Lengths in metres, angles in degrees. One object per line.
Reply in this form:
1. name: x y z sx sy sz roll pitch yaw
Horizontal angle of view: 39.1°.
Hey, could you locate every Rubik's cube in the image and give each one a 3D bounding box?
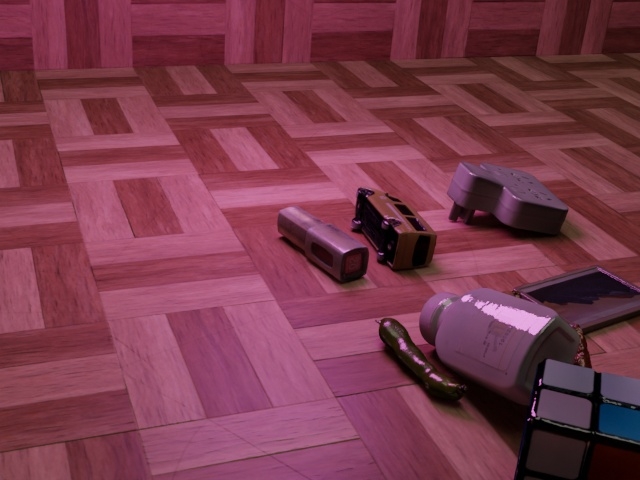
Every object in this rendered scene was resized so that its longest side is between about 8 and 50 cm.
1. Rubik's cube: 0.382 0.301 1.306 0.180 0.183 0.167 13 29 14

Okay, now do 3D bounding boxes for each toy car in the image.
1. toy car: 0.163 -0.033 2.038 0.124 0.101 0.257 -1 28 -20

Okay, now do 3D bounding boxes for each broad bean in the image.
1. broad bean: 0.171 0.212 1.600 0.052 0.053 0.256 22 13 -37

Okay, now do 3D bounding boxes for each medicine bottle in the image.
1. medicine bottle: 0.296 0.171 1.556 0.111 0.161 0.296 39 -11 -30

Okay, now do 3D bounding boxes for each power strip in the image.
1. power strip: 0.438 -0.093 2.208 0.261 0.141 0.229 10 24 -22

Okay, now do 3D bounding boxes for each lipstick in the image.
1. lipstick: 0.000 0.000 1.965 0.077 0.079 0.253 -13 32 -33

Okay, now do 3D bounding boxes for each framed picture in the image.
1. framed picture: 0.559 0.120 1.886 0.265 0.018 0.192 -13 30 -31

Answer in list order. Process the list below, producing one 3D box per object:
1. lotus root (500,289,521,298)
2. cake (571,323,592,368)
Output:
1. lotus root: 0.352 0.141 1.758 0.073 0.062 0.150 41 41 17
2. cake: 0.417 0.263 1.516 0.086 0.117 0.220 -12 49 25
